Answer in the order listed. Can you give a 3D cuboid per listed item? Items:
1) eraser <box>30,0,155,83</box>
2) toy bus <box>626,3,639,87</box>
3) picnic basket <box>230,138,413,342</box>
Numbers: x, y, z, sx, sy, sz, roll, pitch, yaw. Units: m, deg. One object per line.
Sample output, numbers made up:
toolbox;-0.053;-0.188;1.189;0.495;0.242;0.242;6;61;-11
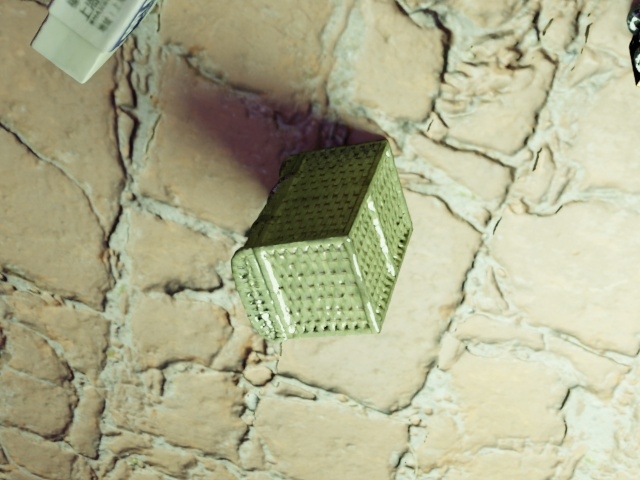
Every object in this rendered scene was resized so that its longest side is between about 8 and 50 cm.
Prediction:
eraser;-0.182;-0.292;1.111;0.081;0.124;0.279;36;129;-10
toy bus;0.353;-0.229;1.010;0.088;0.083;0.194;15;133;-5
picnic basket;0.000;0.000;1.229;0.154;0.196;0.134;-4;125;22
